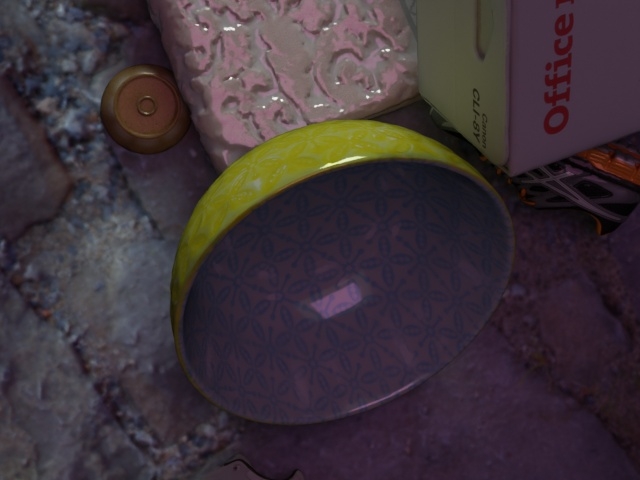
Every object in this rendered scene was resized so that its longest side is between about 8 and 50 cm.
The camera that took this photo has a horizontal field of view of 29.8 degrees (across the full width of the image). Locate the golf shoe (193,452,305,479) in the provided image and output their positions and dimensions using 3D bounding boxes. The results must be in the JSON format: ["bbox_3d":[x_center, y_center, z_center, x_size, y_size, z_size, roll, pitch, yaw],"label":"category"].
[{"bbox_3d":[-0.094,0.226,1.047,0.176,0.069,0.086,11,64,-10],"label":"golf shoe"}]

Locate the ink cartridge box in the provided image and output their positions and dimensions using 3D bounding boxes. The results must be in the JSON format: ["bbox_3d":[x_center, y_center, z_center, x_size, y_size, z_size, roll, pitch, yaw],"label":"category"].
[{"bbox_3d":[0.274,-0.255,0.988,0.384,0.160,0.279,-20,129,-18],"label":"ink cartridge box"}]

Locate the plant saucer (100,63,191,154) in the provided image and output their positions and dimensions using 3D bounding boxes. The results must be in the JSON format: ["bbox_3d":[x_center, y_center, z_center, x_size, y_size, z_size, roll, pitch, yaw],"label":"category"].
[{"bbox_3d":[-0.156,-0.120,1.082,0.083,0.015,0.083,1,85,-7],"label":"plant saucer"}]

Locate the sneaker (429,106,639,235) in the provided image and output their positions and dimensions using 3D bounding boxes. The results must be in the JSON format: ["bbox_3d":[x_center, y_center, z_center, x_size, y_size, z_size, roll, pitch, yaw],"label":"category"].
[{"bbox_3d":[0.196,-0.072,1.096,0.215,0.084,0.083,24,115,6],"label":"sneaker"}]

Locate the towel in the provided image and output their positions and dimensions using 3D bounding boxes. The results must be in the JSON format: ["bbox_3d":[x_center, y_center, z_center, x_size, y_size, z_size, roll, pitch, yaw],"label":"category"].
[{"bbox_3d":[-0.010,-0.263,1.095,0.317,0.053,0.332,-22,87,-9],"label":"towel"}]

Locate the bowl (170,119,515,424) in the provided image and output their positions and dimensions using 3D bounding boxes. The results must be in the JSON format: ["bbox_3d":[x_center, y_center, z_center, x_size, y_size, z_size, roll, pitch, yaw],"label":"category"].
[{"bbox_3d":[0.000,0.000,1.005,0.289,0.289,0.156,-19,46,-9],"label":"bowl"}]
